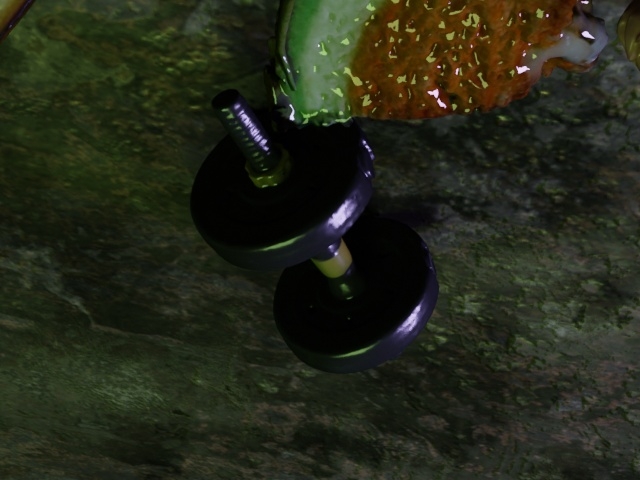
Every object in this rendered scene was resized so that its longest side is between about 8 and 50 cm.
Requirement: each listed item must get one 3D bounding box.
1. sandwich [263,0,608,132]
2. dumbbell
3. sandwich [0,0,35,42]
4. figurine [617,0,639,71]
[{"bbox_3d":[0.081,-0.175,0.684,0.212,0.109,0.292,7,147,-3],"label":"sandwich"},{"bbox_3d":[0.000,0.000,0.912,0.143,0.143,0.325,-6,140,25],"label":"dumbbell"},{"bbox_3d":[-0.162,-0.237,0.661,0.236,0.128,0.122,-47,125,2],"label":"sandwich"},{"bbox_3d":[0.246,-0.129,0.684,0.114,0.126,0.157,57,142,13],"label":"figurine"}]
